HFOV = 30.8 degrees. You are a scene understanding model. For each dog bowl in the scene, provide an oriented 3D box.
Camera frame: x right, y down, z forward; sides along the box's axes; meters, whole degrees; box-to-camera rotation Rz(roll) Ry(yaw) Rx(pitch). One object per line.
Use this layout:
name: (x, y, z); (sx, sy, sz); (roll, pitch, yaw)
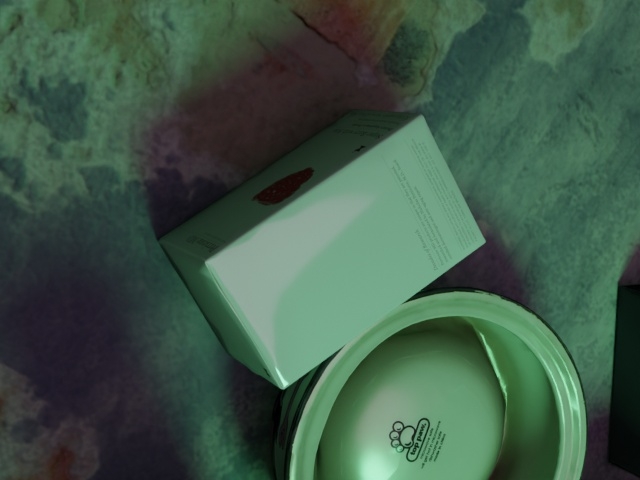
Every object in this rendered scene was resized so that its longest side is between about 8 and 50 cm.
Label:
dog bowl: (0.119, 0.244, 1.423); (0.408, 0.150, 0.407); (-4, 101, -23)

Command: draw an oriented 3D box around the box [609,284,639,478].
box: (0.511, 0.192, 1.619); (0.184, 0.103, 0.261); (-3, 100, -27)

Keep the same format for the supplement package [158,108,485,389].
supplement package: (0.000, 0.000, 1.314); (0.293, 0.177, 0.175); (-35, 110, -16)
